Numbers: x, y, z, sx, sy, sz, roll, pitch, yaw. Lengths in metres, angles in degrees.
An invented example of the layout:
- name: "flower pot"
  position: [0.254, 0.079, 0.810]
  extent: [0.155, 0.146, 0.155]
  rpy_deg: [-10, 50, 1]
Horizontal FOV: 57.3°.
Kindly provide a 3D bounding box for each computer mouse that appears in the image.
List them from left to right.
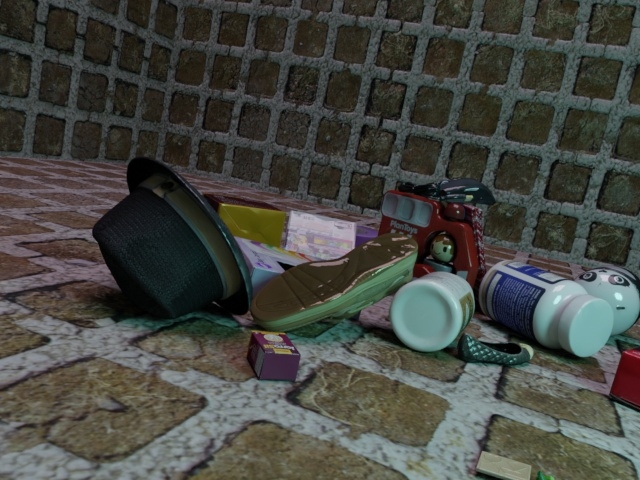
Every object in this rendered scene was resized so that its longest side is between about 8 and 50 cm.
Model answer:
- name: "computer mouse"
  position: [0.338, -0.125, 1.431]
  extent: [0.262, 0.060, 0.184]
  rpy_deg: [5, 9, -18]

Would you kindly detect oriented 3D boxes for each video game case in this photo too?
- name: "video game case"
  position: [0.000, 0.000, 1.676]
  extent: [0.202, 0.023, 0.183]
  rpy_deg: [11, 46, -4]

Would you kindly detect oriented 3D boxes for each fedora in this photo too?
- name: "fedora"
  position: [-0.268, 0.026, 0.980]
  extent: [0.152, 0.334, 0.334]
  rpy_deg: [-36, 35, -27]

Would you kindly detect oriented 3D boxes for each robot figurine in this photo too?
- name: "robot figurine"
  position: [0.723, 0.147, 1.481]
  extent: [0.278, 0.209, 0.173]
  rpy_deg: [-2, 51, -56]

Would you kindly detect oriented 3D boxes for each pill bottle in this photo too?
- name: "pill bottle"
  position: [0.227, 0.128, 1.134]
  extent: [0.131, 0.131, 0.229]
  rpy_deg: [15, 9, 22]
- name: "pill bottle"
  position: [0.485, 0.145, 1.278]
  extent: [0.153, 0.153, 0.265]
  rpy_deg: [7, 10, -26]

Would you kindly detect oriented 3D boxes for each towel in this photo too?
- name: "towel"
  position: [0.379, 0.036, 1.497]
  extent: [0.031, 0.274, 0.199]
  rpy_deg: [-11, 12, -6]

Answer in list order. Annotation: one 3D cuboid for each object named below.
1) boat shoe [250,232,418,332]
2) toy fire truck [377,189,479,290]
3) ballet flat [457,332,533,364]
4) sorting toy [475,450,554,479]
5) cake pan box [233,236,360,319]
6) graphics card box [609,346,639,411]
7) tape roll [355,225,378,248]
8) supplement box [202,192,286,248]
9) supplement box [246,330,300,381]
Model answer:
- name: "boat shoe"
  position: [0.037, 0.097, 1.064]
  extent: [0.341, 0.110, 0.122]
  rpy_deg: [-21, 38, -22]
- name: "toy fire truck"
  position: [0.256, 0.018, 1.460]
  extent: [0.169, 0.253, 0.302]
  rpy_deg: [2, 13, -44]
- name: "ballet flat"
  position: [0.328, 0.199, 1.079]
  extent: [0.173, 0.049, 0.057]
  rpy_deg: [7, 11, -26]
- name: "sorting toy"
  position: [0.221, 0.264, 0.663]
  extent: [0.083, 0.012, 0.062]
  rpy_deg: [11, 4, 22]
- name: "cake pan box"
  position: [-0.059, 0.077, 1.236]
  extent: [0.246, 0.070, 0.267]
  rpy_deg: [13, 9, -19]
- name: "graphics card box"
  position: [0.702, 0.259, 1.035]
  extent: [0.371, 0.094, 0.233]
  rpy_deg: [4, 11, -43]
- name: "tape roll"
  position: [0.052, -0.003, 1.868]
  extent: [0.275, 0.090, 0.275]
  rpy_deg: [11, 10, -2]
- name: "supplement box"
  position: [-0.229, -0.047, 1.663]
  extent: [0.191, 0.129, 0.194]
  rpy_deg: [6, 11, -28]
- name: "supplement box"
  position: [-0.068, 0.163, 0.835]
  extent: [0.055, 0.043, 0.083]
  rpy_deg: [9, 10, -22]
